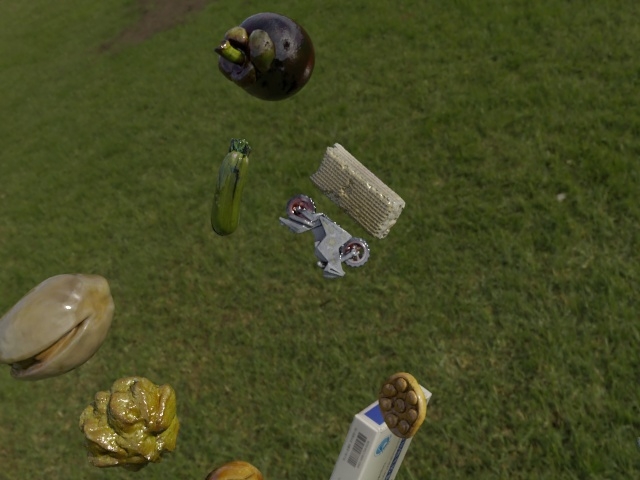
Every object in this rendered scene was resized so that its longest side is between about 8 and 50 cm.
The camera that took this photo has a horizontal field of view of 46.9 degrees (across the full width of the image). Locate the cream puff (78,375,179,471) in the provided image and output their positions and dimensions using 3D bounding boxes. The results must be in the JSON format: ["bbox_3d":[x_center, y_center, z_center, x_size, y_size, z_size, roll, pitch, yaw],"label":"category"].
[{"bbox_3d":[-0.443,0.439,1.749,0.244,0.244,0.196,-16,55,15],"label":"cream puff"}]

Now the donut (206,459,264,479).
[{"bbox_3d":[-0.178,0.439,0.965,0.317,0.150,0.299,-47,-4,24],"label":"donut"}]

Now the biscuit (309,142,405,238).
[{"bbox_3d":[0.078,-0.111,1.667,0.239,0.108,0.062,44,31,26],"label":"biscuit"}]

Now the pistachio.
[{"bbox_3d":[-0.355,0.116,0.976,0.185,0.124,0.124,-30,33,9],"label":"pistachio"}]

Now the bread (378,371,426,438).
[{"bbox_3d":[0.134,0.272,1.219,0.024,0.110,0.110,-2,19,-34],"label":"bread"}]

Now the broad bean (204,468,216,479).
[{"bbox_3d":[-0.201,0.505,1.356,0.165,0.084,0.114,-59,20,-1],"label":"broad bean"}]

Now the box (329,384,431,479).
[{"bbox_3d":[0.103,0.467,1.543,0.065,0.343,0.200,33,31,28],"label":"box"}]

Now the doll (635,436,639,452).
[{"bbox_3d":[0.736,0.572,1.543,0.216,0.268,0.284,-35,5,21],"label":"doll"}]

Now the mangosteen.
[{"bbox_3d":[-0.122,-0.384,1.547,0.194,0.194,0.231,5,16,38],"label":"mangosteen"}]

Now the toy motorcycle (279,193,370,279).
[{"bbox_3d":[0.000,0.000,1.605,0.122,0.215,0.080,-52,-3,-1],"label":"toy motorcycle"}]

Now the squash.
[{"bbox_3d":[-0.147,-0.081,1.200,0.052,0.183,0.052,12,34,-8],"label":"squash"}]
